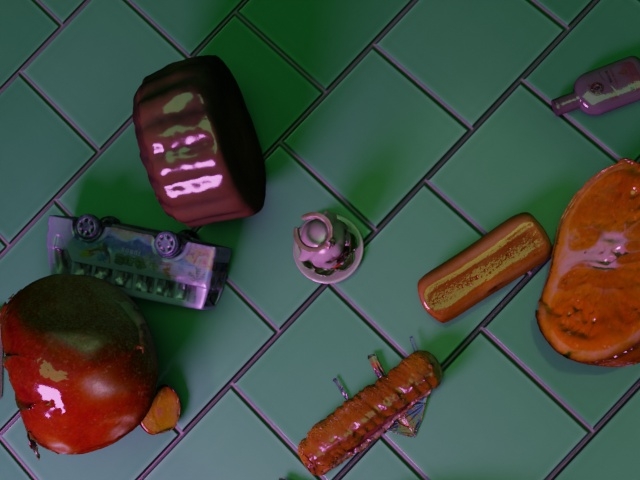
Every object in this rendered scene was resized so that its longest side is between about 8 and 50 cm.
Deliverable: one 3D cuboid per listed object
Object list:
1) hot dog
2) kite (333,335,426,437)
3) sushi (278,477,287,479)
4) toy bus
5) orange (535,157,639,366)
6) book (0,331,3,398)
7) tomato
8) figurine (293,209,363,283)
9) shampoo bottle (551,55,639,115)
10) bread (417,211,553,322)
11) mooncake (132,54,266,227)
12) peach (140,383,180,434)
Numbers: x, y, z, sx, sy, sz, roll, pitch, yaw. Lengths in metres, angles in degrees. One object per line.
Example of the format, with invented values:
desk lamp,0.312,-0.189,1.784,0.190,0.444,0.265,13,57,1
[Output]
hot dog,0.082,0.289,1.555,0.289,0.068,0.083,-40,72,6
kite,0.123,0.266,1.588,0.182,0.010,0.160,-30,79,7
sushi,-0.002,0.500,1.553,0.200,0.031,0.139,19,75,15
toy bus,-0.333,0.034,1.670,0.329,0.109,0.136,10,92,13
orange,0.471,0.050,1.444,0.274,0.274,0.310,35,51,14
book,-0.707,0.222,1.739,0.231,0.022,0.162,-4,78,9
tomato,-0.398,0.207,1.549,0.238,0.303,0.304,-14,76,-18
figurine,0.000,0.000,1.587,0.132,0.154,0.132,-2,78,10
shampoo bottle,0.485,-0.260,1.608,0.165,0.040,0.080,-20,78,5
bread,0.274,0.046,1.570,0.239,0.074,0.093,-33,91,4
mooncake,-0.210,-0.168,1.592,0.161,0.290,0.291,-15,77,10
peach,-0.286,0.297,1.633,0.077,0.050,0.083,-9,87,-15
